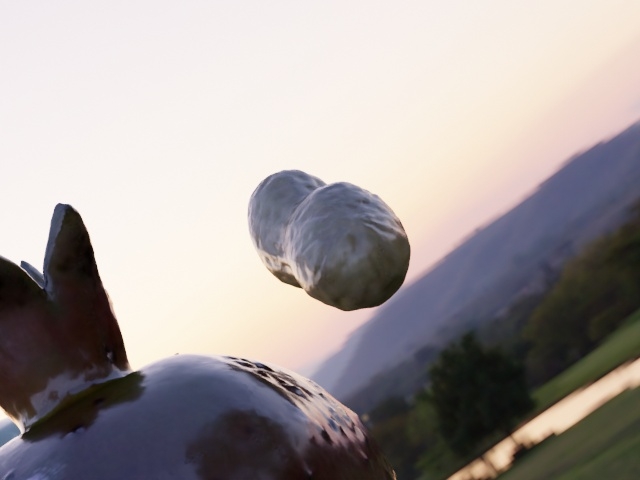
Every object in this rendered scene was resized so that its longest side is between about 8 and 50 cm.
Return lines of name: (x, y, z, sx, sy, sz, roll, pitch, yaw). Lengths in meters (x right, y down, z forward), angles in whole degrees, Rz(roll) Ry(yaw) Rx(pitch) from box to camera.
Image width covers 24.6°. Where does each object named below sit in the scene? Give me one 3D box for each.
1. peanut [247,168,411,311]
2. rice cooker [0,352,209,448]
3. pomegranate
peanut: (0.000, 0.000, 0.437, 0.037, 0.037, 0.083, -33, 26, -18)
rice cooker: (-0.117, 0.201, 0.994, 0.244, 0.226, 0.226, -20, -2, 13)
pomegranate: (-0.040, 0.070, 0.383, 0.129, 0.159, 0.129, -3, -14, -1)
